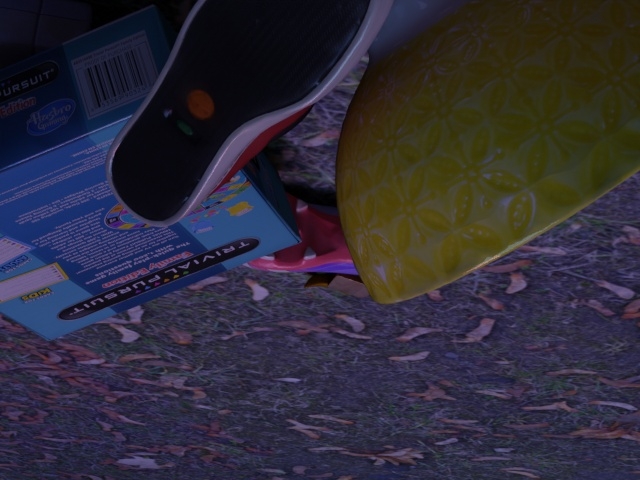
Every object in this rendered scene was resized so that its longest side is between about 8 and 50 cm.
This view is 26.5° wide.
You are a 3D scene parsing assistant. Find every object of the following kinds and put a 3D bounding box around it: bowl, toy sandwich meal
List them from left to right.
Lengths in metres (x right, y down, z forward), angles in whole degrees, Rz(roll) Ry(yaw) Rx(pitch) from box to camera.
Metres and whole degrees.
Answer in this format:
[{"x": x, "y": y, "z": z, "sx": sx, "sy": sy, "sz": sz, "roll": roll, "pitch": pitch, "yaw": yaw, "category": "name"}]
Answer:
[{"x": 0.018, "y": 0.037, "z": 1.424, "sx": 0.085, "sy": 0.029, "sz": 0.085, "roll": 5, "pitch": 157, "yaw": 2, "category": "toy sandwich meal"}, {"x": 0.112, "y": -0.103, "z": 0.863, "sx": 0.156, "sy": 0.289, "sz": 0.289, "roll": 56, "pitch": 144, "yaw": -4, "category": "bowl"}]

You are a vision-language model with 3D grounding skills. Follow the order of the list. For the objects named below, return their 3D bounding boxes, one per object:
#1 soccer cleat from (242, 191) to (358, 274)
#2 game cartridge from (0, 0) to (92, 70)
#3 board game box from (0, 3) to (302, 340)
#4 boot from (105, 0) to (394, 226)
[{"x": 0.000, "y": 0.000, "z": 1.282, "sx": 0.248, "sy": 0.083, "sz": 0.095, "roll": 4, "pitch": 162, "yaw": -3, "category": "soccer cleat"}, {"x": -0.297, "y": -0.106, "z": 1.119, "sx": 0.230, "sy": 0.068, "sz": 0.355, "roll": 5, "pitch": 158, "yaw": -9, "category": "game cartridge"}, {"x": -0.181, "y": -0.035, "z": 1.082, "sx": 0.253, "sy": 0.079, "sz": 0.336, "roll": -21, "pitch": 159, "yaw": 6, "category": "board game box"}, {"x": -0.017, "y": -0.123, "z": 0.840, "sx": 0.088, "sy": 0.176, "sz": 0.244, "roll": 48, "pitch": 128, "yaw": 0, "category": "boot"}]
